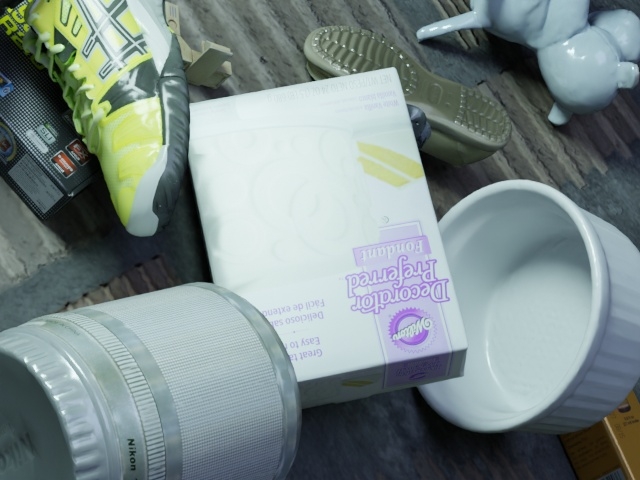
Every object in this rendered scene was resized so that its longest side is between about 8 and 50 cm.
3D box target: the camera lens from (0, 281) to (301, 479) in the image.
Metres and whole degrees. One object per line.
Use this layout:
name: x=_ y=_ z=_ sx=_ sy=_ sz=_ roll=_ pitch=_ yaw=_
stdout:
camera lens: x=-0.171 y=0.162 z=1.628 sx=0.274 sy=0.219 sz=0.219 roll=-12 pitch=72 yaw=-44

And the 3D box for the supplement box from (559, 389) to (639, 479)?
supplement box: x=0.330 y=0.219 z=2.129 sx=0.078 sy=0.080 sz=0.233 roll=-7 pitch=70 yaw=-44

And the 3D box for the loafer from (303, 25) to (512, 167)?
loafer: x=0.093 y=-0.161 z=2.164 sx=0.268 sy=0.092 sz=0.102 roll=29 pitch=44 yaw=-3

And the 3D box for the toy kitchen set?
toy kitchen set: x=-0.135 y=-0.224 z=2.019 sx=0.083 sy=0.068 sz=0.075 roll=16 pitch=54 yaw=-34

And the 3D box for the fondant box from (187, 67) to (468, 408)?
fondant box: x=0.000 y=0.000 z=1.888 sx=0.238 sy=0.096 sz=0.330 roll=-11 pitch=68 yaw=-6

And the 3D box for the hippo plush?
hippo plush: x=0.330 y=-0.292 z=2.344 sx=0.236 sy=0.234 sz=0.294 roll=49 pitch=42 yaw=-3

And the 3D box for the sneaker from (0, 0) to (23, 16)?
sneaker: x=-0.399 y=-0.273 z=1.698 sx=0.343 sy=0.134 sz=0.146 roll=-17 pitch=69 yaw=-14

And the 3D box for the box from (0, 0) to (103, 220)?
box: x=-0.294 y=-0.181 z=1.860 sx=0.270 sy=0.060 sz=0.216 roll=50 pitch=43 yaw=-4

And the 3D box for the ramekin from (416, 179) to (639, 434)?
ramekin: x=0.235 y=0.083 z=1.999 sx=0.135 sy=0.277 sz=0.277 roll=16 pitch=54 yaw=-42

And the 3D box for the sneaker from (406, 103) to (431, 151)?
sneaker: x=0.084 y=-0.059 z=2.018 sx=0.153 sy=0.101 sz=0.268 roll=-40 pitch=78 yaw=-15

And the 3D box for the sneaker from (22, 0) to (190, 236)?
sneaker: x=-0.219 y=-0.173 z=1.802 sx=0.147 sy=0.145 sz=0.385 roll=-3 pitch=62 yaw=-19
